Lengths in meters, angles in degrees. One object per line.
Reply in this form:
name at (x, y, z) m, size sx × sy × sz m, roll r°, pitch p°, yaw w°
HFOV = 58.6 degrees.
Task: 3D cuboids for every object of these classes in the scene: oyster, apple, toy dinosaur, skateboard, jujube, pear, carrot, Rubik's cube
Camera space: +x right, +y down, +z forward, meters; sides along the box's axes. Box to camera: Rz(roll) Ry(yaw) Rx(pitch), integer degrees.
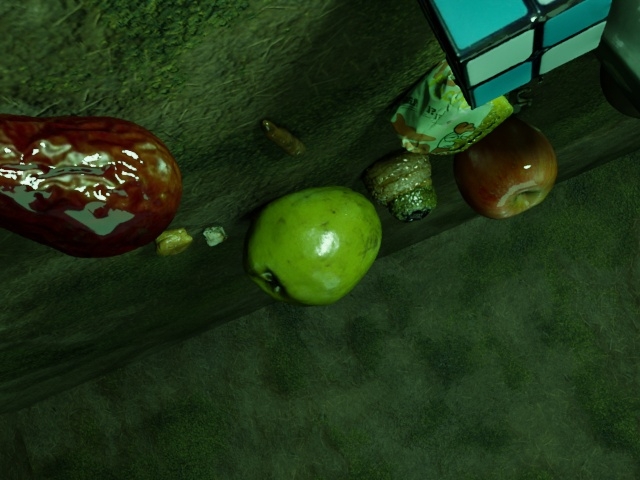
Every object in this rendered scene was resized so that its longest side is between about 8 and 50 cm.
oyster at (-0.250, -0.013, 1.346) m, size 0.051 × 0.034 × 0.093 m, roll -37°, pitch 159°, yaw -9°
apple at (0.452, -0.189, 1.415) m, size 0.242 × 0.240 × 0.242 m, roll -17°, pitch 152°, yaw -10°
toy dinosaur at (0.373, -0.295, 1.255) m, size 0.212 × 0.057 × 0.142 m, roll -12°, pitch -171°, yaw 6°
skateboard at (0.496, -0.362, 1.206) m, size 0.083 × 0.032 × 0.064 m, roll -26°, pitch 178°, yaw 25°
jujube at (-0.301, -0.072, 0.701) m, size 0.190 × 0.189 × 0.255 m, roll -31°, pitch 149°, yaw 33°
pear at (0.000, 0.000, 1.334) m, size 0.375 × 0.287 × 0.287 m, roll -33°, pitch 175°, yaw -32°
carrot at (-0.062, -0.174, 0.978) m, size 0.036 × 0.035 × 0.165 m, roll -26°, pitch 166°, yaw 13°
Rubik's cube at (0.202, -0.281, 0.640) m, size 0.167 × 0.180 × 0.183 m, roll -25°, pitch 170°, yaw 17°

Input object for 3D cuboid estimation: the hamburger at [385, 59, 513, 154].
hamburger at (0.265, -0.241, 1.052) m, size 0.235 × 0.125 × 0.214 m, roll 5°, pitch 163°, yaw -38°

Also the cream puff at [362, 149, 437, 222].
cream puff at (0.210, -0.117, 1.407) m, size 0.184 × 0.168 × 0.183 m, roll -21°, pitch 169°, yaw -4°

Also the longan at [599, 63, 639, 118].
longan at (0.683, -0.352, 1.138) m, size 0.246 × 0.215 × 0.246 m, roll -45°, pitch 173°, yaw -7°

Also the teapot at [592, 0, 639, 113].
teapot at (0.609, -0.368, 0.854) m, size 0.362 × 0.305 × 0.376 m, roll -36°, pitch -168°, yaw 24°

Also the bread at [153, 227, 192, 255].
bread at (-0.325, 0.004, 1.245) m, size 0.081 × 0.046 × 0.083 m, roll -28°, pitch 166°, yaw 14°
